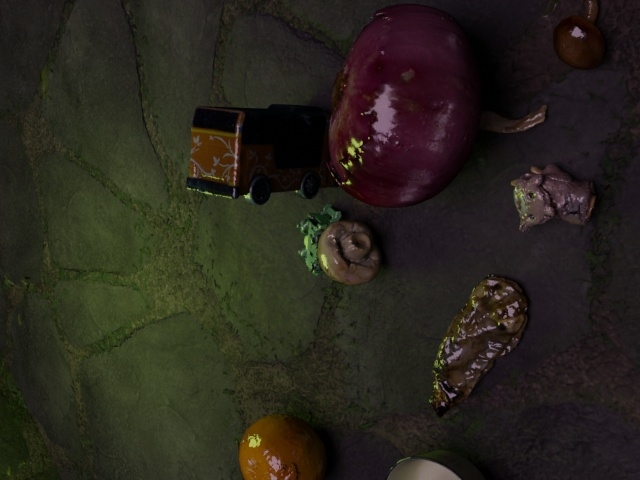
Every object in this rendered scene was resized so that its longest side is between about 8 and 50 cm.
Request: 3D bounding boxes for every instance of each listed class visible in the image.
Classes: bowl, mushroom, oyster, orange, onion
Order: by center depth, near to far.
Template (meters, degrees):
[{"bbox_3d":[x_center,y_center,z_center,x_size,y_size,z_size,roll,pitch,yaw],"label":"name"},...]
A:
[{"bbox_3d":[0.420,-0.344,1.131,0.088,0.073,0.129,-157,65,-72],"label":"mushroom"},{"bbox_3d":[0.160,-0.217,1.237,0.345,0.358,0.358,35,132,-20],"label":"onion"},{"bbox_3d":[0.295,0.220,1.361,0.129,0.079,0.345,35,117,21],"label":"oyster"},{"bbox_3d":[0.257,0.532,1.415,0.238,0.126,0.237,9,104,39],"label":"bowl"},{"bbox_3d":[0.063,0.026,1.474,0.148,0.148,0.112,56,145,17],"label":"mushroom"},{"bbox_3d":[-0.090,0.525,1.670,0.219,0.193,0.219,40,139,48],"label":"orange"}]

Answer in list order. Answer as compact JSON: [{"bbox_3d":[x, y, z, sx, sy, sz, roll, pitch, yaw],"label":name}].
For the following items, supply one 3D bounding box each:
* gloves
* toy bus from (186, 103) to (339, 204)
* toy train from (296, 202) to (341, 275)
[{"bbox_3d":[0.398,-0.073,1.196,0.144,0.094,0.110,-6,106,33],"label":"gloves"},{"bbox_3d":[-0.107,-0.186,1.448,0.162,0.323,0.194,13,106,39],"label":"toy bus"},{"bbox_3d":[0.000,0.000,1.559,0.099,0.081,0.149,-137,41,-58],"label":"toy train"}]
